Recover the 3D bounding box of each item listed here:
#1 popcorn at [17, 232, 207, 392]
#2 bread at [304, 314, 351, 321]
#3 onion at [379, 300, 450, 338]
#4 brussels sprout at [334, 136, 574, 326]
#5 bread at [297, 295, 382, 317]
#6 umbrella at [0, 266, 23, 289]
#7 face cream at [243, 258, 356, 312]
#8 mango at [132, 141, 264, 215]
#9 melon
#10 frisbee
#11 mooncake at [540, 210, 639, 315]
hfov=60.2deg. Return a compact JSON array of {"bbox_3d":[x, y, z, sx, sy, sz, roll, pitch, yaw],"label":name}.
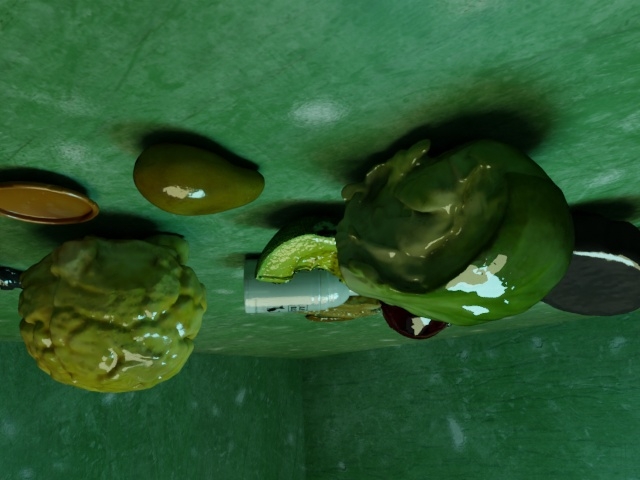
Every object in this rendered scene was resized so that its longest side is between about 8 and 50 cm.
[{"bbox_3d":[-0.442,0.157,1.175,0.390,0.354,0.344,-54,146,8],"label":"popcorn"},{"bbox_3d":[0.041,0.227,1.891,0.187,0.103,0.065,4,162,-15],"label":"bread"},{"bbox_3d":[0.286,0.149,1.520,0.281,0.281,0.221,-20,-161,43],"label":"onion"},{"bbox_3d":[0.217,-0.004,0.914,0.371,0.276,0.315,-13,156,31],"label":"brussels sprout"},{"bbox_3d":[0.077,0.174,1.729,0.380,0.109,0.185,13,152,-43],"label":"bread"},{"bbox_3d":[-0.780,0.113,1.480,0.066,0.059,0.235,5,170,41],"label":"umbrella"},{"bbox_3d":[-0.014,0.114,1.457,0.369,0.145,0.145,-2,162,-3],"label":"face cream"},{"bbox_3d":[-0.189,-0.092,0.878,0.136,0.099,0.227,-27,160,38],"label":"mango"},{"bbox_3d":[0.000,0.000,1.169,0.265,0.129,0.169,4,139,-12],"label":"melon"},{"bbox_3d":[-0.493,-0.072,0.976,0.192,0.035,0.192,-2,162,-1],"label":"frisbee"},{"bbox_3d":[0.612,0.051,1.263,0.283,0.141,0.283,17,148,11],"label":"mooncake"}]
